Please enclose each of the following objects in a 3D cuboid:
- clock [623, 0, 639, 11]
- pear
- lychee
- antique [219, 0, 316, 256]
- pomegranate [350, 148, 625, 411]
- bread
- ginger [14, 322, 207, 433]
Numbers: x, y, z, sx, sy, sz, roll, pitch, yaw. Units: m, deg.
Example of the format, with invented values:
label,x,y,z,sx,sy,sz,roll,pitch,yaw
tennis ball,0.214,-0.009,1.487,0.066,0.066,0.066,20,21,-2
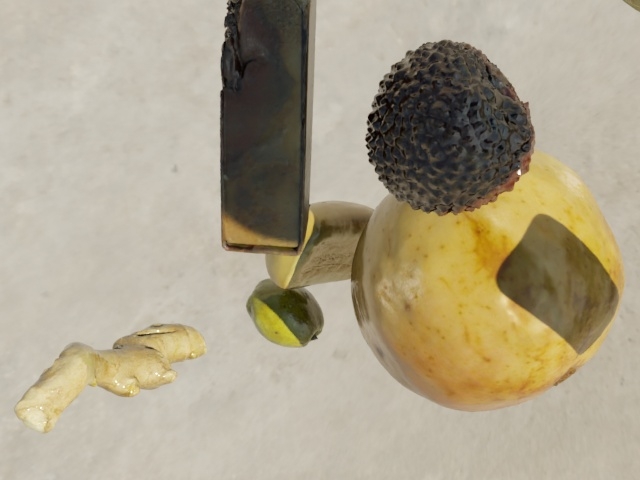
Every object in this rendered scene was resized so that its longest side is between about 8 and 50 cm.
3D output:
label,x,y,z,sx,sy,sz,roll,pitch,yaw
clock,0.464,-0.405,1.539,0.057,0.237,0.237,-41,87,-12
pear,-0.056,0.117,1.699,0.131,0.107,0.107,33,99,10
lychee,0.130,-0.115,1.119,0.188,0.188,0.188,1,95,9
antique,-0.056,-0.134,1.137,0.093,0.087,0.310,5,124,3
pomegranate,0.214,0.028,1.476,0.410,0.410,0.410,1,95,9
bread,0.000,0.000,1.633,0.098,0.217,0.147,42,113,28
ginger,-0.207,0.133,1.101,0.089,0.288,0.075,35,108,14
